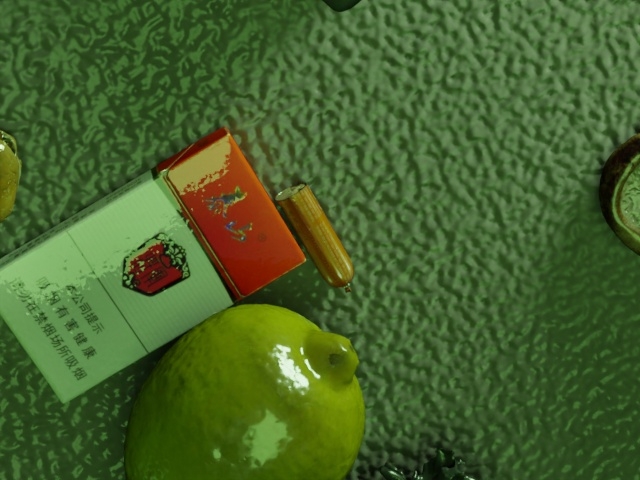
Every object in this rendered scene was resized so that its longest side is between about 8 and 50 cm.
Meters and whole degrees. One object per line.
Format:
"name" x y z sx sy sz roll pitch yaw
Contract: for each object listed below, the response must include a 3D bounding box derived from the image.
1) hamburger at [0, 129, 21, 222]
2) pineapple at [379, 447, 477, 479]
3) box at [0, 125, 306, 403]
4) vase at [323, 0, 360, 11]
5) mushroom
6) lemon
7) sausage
"hamburger" -0.282 -0.052 1.598 0.076 0.044 0.083 1 112 -8
"pineapple" 0.037 0.270 1.708 0.279 0.158 0.157 -28 111 -2
"box" -0.149 0.022 1.649 0.245 0.035 0.139 -29 111 3
"vase" -0.035 -0.279 1.537 0.214 0.086 0.086 40 100 -15
"mushroom" 0.299 -0.040 1.684 0.123 0.052 0.123 -1 103 -4
"lemon" -0.068 0.158 1.633 0.248 0.184 0.184 -41 110 12
"sausage" 0.000 0.000 1.666 0.031 0.031 0.107 -30 111 3
